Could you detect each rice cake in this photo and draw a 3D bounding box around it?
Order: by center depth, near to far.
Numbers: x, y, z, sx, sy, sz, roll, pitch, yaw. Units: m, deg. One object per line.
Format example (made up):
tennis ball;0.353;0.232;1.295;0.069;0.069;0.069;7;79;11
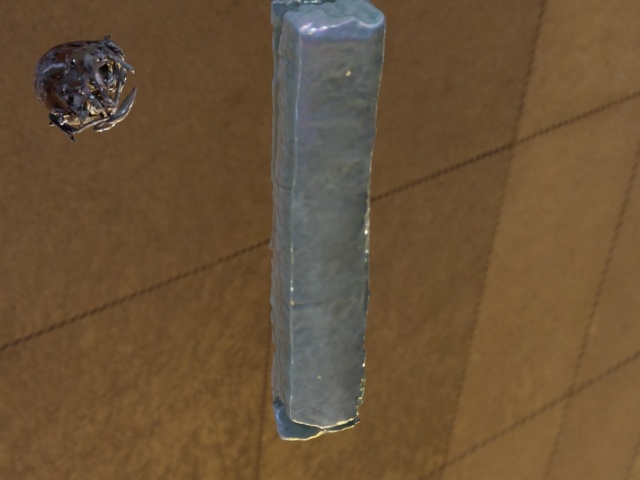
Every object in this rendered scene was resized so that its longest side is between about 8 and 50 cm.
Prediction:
rice cake;0.000;0.000;0.817;0.066;0.063;0.336;-5;121;-12

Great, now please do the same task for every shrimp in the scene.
shrimp;-0.150;-0.097;0.783;0.065;0.165;0.057;-2;115;-17
